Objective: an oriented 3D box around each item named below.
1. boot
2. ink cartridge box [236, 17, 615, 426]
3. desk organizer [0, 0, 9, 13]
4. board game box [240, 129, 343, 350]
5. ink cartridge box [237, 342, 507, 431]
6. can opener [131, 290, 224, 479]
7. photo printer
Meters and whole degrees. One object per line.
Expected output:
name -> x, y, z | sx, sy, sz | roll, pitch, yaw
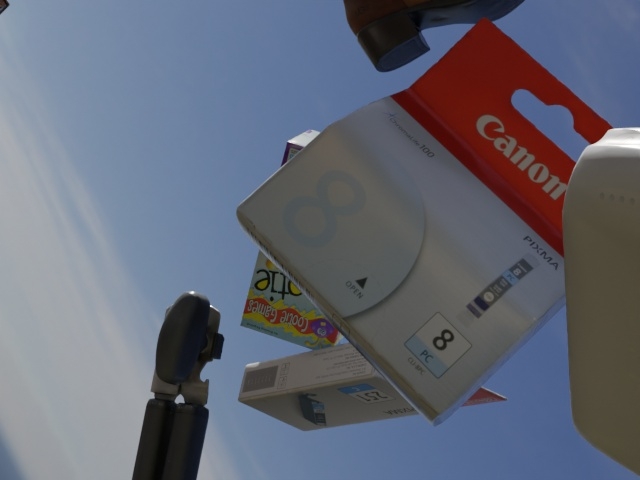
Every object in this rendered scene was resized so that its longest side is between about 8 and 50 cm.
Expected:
boot -> 0.121, -0.384, 1.475 | 0.280, 0.264, 0.096 | 65, 14, 18
ink cartridge box -> 0.152, -0.042, 1.270 | 0.308, 0.385, 0.091 | 45, -9, 16
desk organizer -> -0.403, -0.269, 1.360 | 0.047, 0.050, 0.130 | 59, -21, -13
board game box -> 0.000, 0.000, 1.682 | 0.142, 0.144, 0.275 | -43, 149, -72
ink cartridge box -> 0.073, 0.229, 1.695 | 0.261, 0.066, 0.296 | 29, -30, -33
can opener -> -0.168, 0.195, 1.280 | 0.074, 0.280, 0.093 | 4, -10, 28
photo printer -> 0.300, 0.069, 0.868 | 0.256, 0.107, 0.308 | 29, -38, 41
